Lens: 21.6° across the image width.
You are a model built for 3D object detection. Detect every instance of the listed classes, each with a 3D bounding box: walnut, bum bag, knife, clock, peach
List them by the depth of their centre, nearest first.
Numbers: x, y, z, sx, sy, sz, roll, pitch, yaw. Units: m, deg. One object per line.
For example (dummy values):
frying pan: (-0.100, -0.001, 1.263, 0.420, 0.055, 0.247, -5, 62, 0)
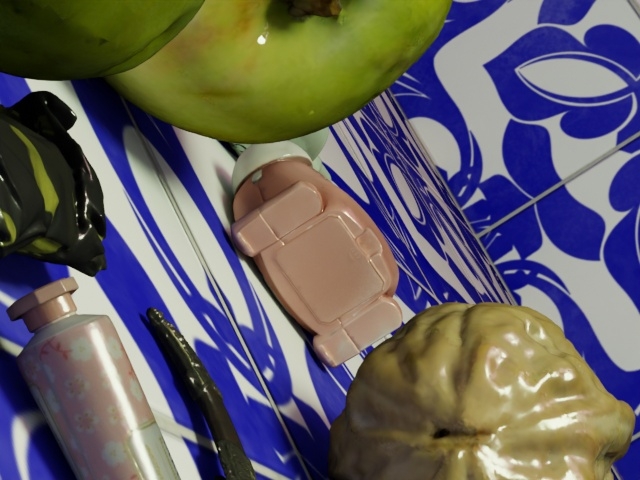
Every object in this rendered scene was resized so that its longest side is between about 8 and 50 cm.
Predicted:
bum bag: (-0.144, -0.033, 0.721, 0.107, 0.060, 0.232, 49, 6, 7)
knife: (-0.045, 0.119, 0.856, 0.045, 0.021, 0.222, 49, 8, -48)
walnut: (0.103, 0.135, 1.072, 0.198, 0.198, 0.245, 60, 10, 19)
peach: (-0.046, -0.214, 1.160, 0.315, 0.314, 0.281, 32, -49, 54)
clock: (0.000, 0.000, 1.302, 0.166, 0.092, 0.162, 54, 6, -18)

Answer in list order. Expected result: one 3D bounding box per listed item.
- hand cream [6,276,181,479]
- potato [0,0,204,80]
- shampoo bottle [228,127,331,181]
hand cream: (-0.070, 0.114, 0.690, 0.210, 0.043, 0.067, 63, 9, 3)
potato: (-0.166, -0.210, 0.751, 0.304, 0.216, 0.216, 48, 9, -2)
shampoo bottle: (-0.066, -0.131, 1.417, 0.262, 0.085, 0.085, 51, 11, -37)
